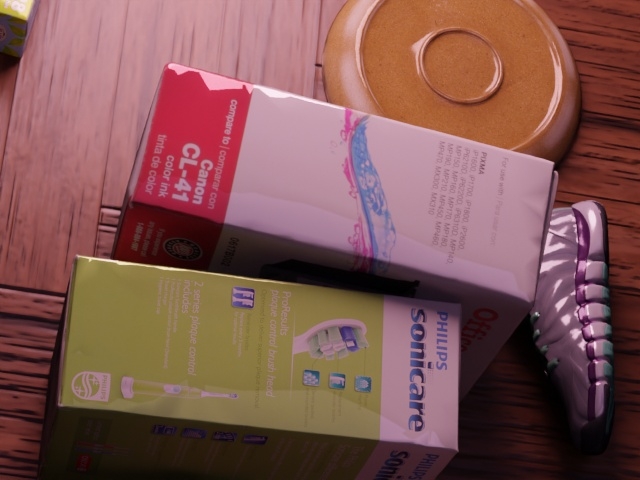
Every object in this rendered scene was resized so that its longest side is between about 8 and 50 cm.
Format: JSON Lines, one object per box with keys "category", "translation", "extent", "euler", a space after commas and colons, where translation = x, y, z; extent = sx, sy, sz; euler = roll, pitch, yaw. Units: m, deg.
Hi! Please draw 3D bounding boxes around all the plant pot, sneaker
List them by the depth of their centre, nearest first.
{"category": "sneaker", "translation": [0.191, 0.074, 1.571], "extent": [0.098, 0.083, 0.223], "euler": [-2, 60, 9]}
{"category": "plant pot", "translation": [0.120, -0.147, 1.669], "extent": [0.236, 0.032, 0.236], "euler": [5, 64, -10]}

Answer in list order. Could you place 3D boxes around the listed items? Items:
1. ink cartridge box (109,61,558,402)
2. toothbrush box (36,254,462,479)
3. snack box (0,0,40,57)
{"category": "ink cartridge box", "translation": [0.000, 0.000, 1.465], "extent": [0.306, 0.226, 0.131], "euler": [16, 64, -5]}
{"category": "toothbrush box", "translation": [-0.058, 0.120, 1.408], "extent": [0.283, 0.206, 0.122], "euler": [8, 64, -8]}
{"category": "snack box", "translation": [-0.326, -0.266, 1.601], "extent": [0.207, 0.070, 0.174], "euler": [15, 63, -8]}
